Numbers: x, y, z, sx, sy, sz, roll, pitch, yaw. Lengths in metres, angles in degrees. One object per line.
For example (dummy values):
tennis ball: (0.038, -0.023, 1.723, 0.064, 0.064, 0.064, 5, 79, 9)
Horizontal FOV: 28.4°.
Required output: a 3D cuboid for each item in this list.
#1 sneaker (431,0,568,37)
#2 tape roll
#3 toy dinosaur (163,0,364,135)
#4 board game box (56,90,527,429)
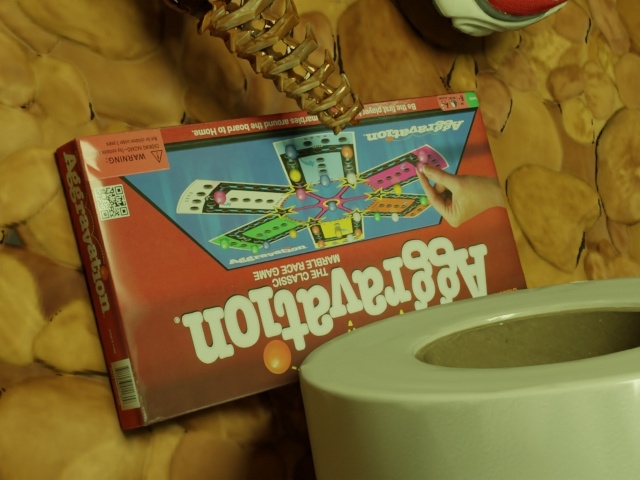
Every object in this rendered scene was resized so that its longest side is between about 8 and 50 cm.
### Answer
sneaker: (0.089, -0.267, 0.765, 0.279, 0.118, 0.107, 66, 22, -11)
tape roll: (0.122, 0.122, 0.606, 0.246, 0.246, 0.169, -13, 97, -39)
toy dinosaur: (-0.062, -0.215, 0.663, 0.218, 0.164, 0.322, -27, 114, -24)
board game box: (0.000, 0.000, 0.700, 0.281, 0.027, 0.145, -12, 87, -39)
